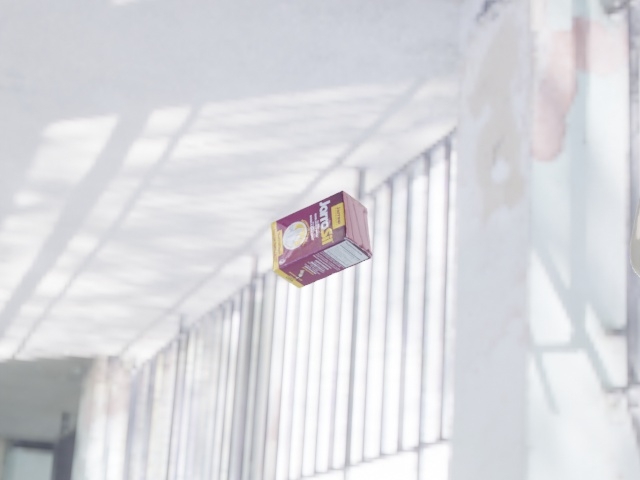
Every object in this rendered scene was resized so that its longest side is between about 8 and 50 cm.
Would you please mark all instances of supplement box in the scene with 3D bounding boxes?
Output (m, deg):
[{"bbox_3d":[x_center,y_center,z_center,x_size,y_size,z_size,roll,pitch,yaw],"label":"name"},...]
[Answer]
[{"bbox_3d":[0.000,0.000,1.256,0.083,0.055,0.043,-25,141,27],"label":"supplement box"}]

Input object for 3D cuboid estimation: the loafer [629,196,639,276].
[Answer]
[{"bbox_3d":[0.339,-0.073,1.217,0.102,0.269,0.092,-21,-145,-31],"label":"loafer"}]
